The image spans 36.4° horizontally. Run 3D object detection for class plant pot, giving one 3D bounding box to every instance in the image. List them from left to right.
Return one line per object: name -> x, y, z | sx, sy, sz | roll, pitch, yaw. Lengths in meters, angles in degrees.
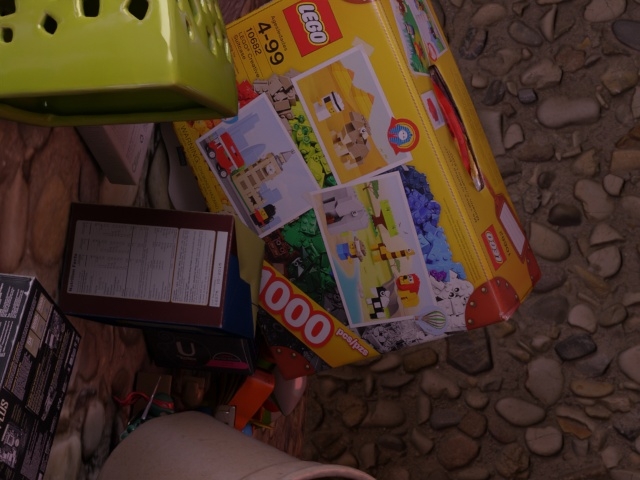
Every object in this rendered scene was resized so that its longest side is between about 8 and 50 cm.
plant pot -> -0.210, -0.222, 0.904 | 0.227, 0.228, 0.207 | -7, 94, -81
plant pot -> -0.121, 0.368, 1.197 | 0.333, 0.305, 0.334 | -15, 114, -35

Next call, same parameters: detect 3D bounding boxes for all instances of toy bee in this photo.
toy bee -> -0.194, 0.302, 1.632 | 0.195, 0.298, 0.162 | 48, 4, -31

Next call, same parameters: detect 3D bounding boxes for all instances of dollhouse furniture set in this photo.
dollhouse furniture set -> -0.206, 0.280, 1.493 | 0.123, 0.151, 0.144 | 113, -16, -81

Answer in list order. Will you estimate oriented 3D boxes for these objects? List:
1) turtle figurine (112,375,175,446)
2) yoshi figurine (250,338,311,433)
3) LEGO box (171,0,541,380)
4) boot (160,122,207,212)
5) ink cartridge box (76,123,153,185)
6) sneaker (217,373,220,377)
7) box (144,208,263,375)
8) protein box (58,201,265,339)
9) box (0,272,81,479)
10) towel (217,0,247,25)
turtle figurine -> -0.232, 0.301, 1.357 | 0.175, 0.118, 0.234 | 20, 87, -41
yoshi figurine -> -0.095, 0.211, 1.761 | 0.203, 0.203, 0.362 | -41, 171, -42
LEGO box -> 0.036, -0.096, 1.390 | 0.193, 0.372, 0.501 | -33, 101, -59
boot -> -0.199, -0.132, 1.520 | 0.086, 0.069, 0.190 | -68, 159, -55
ink cartridge box -> -0.251, -0.218, 1.203 | 0.224, 0.045, 0.223 | 79, 18, -60
sneaker -> -0.169, 0.243, 1.962 | 0.118, 0.107, 0.279 | 137, -36, -74
box -> -0.164, 0.063, 1.548 | 0.143, 0.165, 0.270 | 85, 14, -45
protein box -> -0.191, 0.043, 1.222 | 0.200, 0.201, 0.136 | 52, 44, -78
box -> -0.306, 0.142, 0.925 | 0.147, 0.077, 0.180 | 79, 17, -62
towel -> -0.151, -0.429, 1.516 | 0.187, 0.049, 0.282 | -61, 173, 7
